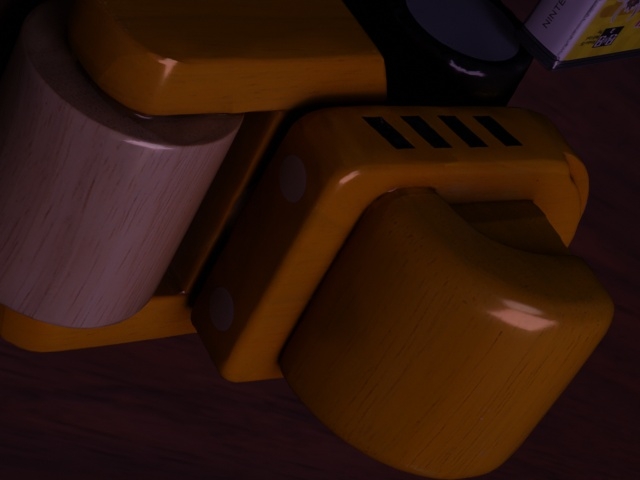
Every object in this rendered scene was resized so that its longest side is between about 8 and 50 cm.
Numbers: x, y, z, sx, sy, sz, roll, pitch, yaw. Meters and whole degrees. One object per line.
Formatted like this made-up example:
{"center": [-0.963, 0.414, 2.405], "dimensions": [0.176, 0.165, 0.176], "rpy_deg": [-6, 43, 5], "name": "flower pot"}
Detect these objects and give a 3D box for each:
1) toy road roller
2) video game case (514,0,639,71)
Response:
{"center": [0.000, 0.000, 0.923], "dimensions": [0.329, 0.241, 0.202], "rpy_deg": [-4, 137, -37], "name": "toy road roller"}
{"center": [0.253, -0.208, 0.994], "dimensions": [0.275, 0.035, 0.248], "rpy_deg": [-15, 146, -51], "name": "video game case"}
